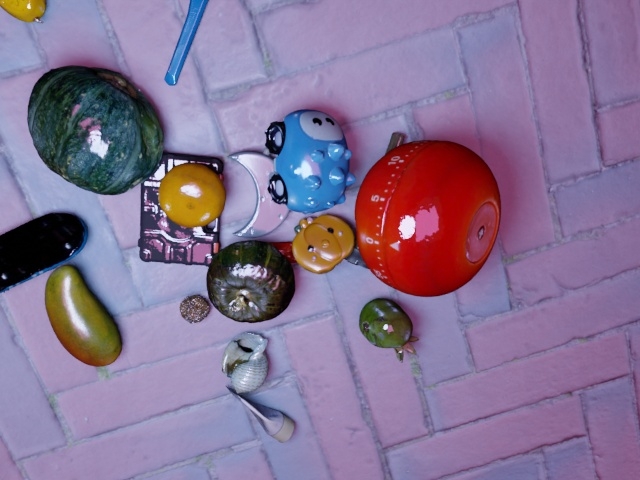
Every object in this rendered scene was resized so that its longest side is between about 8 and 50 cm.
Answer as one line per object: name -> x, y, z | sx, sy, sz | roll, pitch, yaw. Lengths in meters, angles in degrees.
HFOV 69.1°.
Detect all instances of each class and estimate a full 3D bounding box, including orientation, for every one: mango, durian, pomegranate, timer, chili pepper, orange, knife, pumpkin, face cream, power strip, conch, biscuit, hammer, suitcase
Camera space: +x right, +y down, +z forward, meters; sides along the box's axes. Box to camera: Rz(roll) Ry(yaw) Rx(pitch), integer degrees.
mango -> -0.695, -0.570, 1.048 | 0.187, 0.066, 0.101 | 44, 103, -8
durian -> -0.339, 0.182, 1.250 | 0.080, 0.080, 0.091 | -12, 125, -3
pomegranate -> 0.194, 0.251, 1.297 | 0.131, 0.152, 0.191 | -41, 125, -2
timer -> 0.265, -0.050, 1.124 | 0.377, 0.279, 0.379 | -16, 113, -42
chili pepper -> -0.098, 0.032, 1.255 | 0.190, 0.050, 0.059 | 1, 86, -14
orange -> -0.301, -0.108, 1.097 | 0.156, 0.124, 0.156 | -3, 121, -5
knife -> -0.316, -0.517, 1.121 | 0.044, 0.026, 0.297 | 24, 102, -8
pumpkin -> -0.177, 0.112, 1.185 | 0.237, 0.159, 0.238 | 3, 133, 3
pumpkin -> -0.527, -0.248, 1.042 | 0.293, 0.197, 0.263 | 43, 103, 4
mango -> -0.617, 0.203, 1.195 | 0.129, 0.146, 0.289 | -35, 108, -42
face cream -> -0.177, 0.492, 1.329 | 0.224, 0.114, 0.070 | 43, 69, -22
power strip -> -0.155, -0.132, 1.211 | 0.167, 0.054, 0.254 | -1, 103, -9
conch -> -0.208, 0.342, 1.288 | 0.135, 0.102, 0.153 | 21, 58, -5
biscuit -> 0.000, -0.001, 1.217 | 0.170, 0.050, 0.171 | -1, 70, 4
hammer -> 0.146, -0.110, 1.244 | 0.111, 0.043, 0.366 | 22, 94, 28
suitcase -> -0.358, -0.078, 1.195 | 0.206, 0.066, 0.286 | 5, 102, -7

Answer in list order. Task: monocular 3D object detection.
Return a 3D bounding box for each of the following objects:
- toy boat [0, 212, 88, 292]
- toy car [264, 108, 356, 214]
toy boat -> -0.725, 0.038, 1.177 | 0.298, 0.092, 0.134 | -26, 74, -6
toy car -> -0.011, -0.186, 1.118 | 0.188, 0.190, 0.256 | -9, 104, -41
